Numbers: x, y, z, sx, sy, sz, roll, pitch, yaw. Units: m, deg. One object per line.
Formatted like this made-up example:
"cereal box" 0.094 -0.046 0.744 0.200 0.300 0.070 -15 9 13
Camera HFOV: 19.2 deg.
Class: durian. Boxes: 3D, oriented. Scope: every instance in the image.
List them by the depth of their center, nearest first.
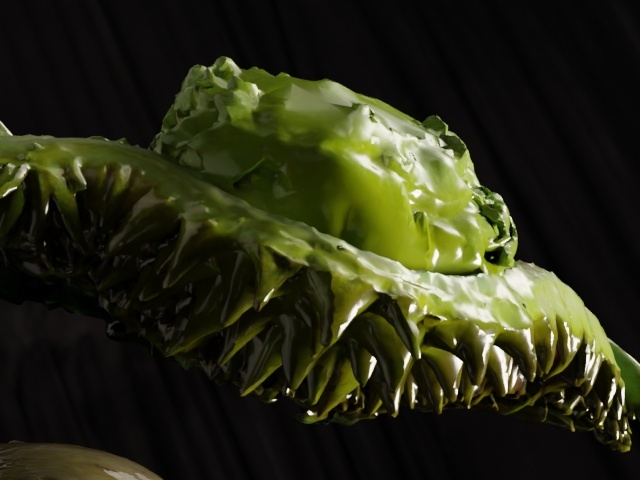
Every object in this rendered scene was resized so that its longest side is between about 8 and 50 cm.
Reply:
"durian" -0.004 0.006 0.634 0.375 0.132 0.106 19 138 -34

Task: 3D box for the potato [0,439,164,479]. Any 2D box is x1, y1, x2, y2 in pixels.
"potato" -0.113 0.147 0.709 0.165 0.165 0.262 -23 -173 -4

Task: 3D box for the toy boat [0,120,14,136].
"toy boat" -0.293 -0.085 1.036 0.293 0.055 0.093 13 173 -13
